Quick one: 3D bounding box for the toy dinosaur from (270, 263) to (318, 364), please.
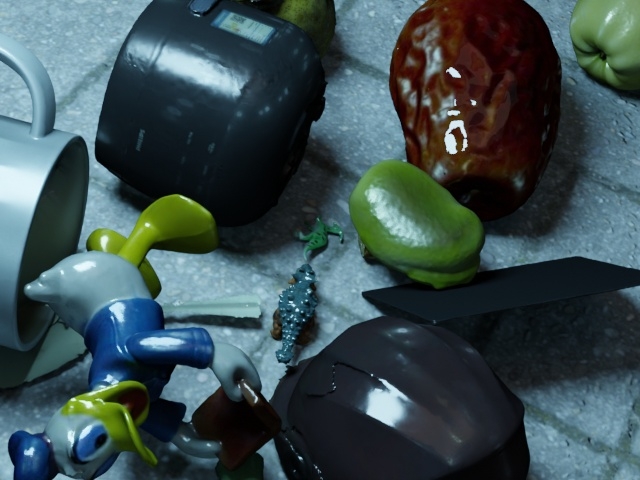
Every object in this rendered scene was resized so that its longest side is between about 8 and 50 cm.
[{"bbox_3d":[-0.028,0.084,1.502,0.049,0.055,0.154,15,43,-2],"label":"toy dinosaur"}]

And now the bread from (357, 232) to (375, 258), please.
[{"bbox_3d":[0.086,0.000,1.615,0.083,0.036,0.047,-4,42,-14],"label":"bread"}]

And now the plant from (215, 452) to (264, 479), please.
[{"bbox_3d":[-0.085,0.223,1.371,0.051,0.051,0.102,-2,44,-14],"label":"plant"}]

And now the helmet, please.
[{"bbox_3d":[0.085,0.180,1.365,0.225,0.177,0.305,-33,64,-32],"label":"helmet"}]

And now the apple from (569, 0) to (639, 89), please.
[{"bbox_3d":[0.447,-0.306,1.872,0.200,0.200,0.200,6,48,-7],"label":"apple"}]

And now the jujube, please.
[{"bbox_3d":[0.197,-0.179,1.697,0.223,0.223,0.318,8,55,-6],"label":"jujube"}]

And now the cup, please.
[{"bbox_3d":[-0.421,-0.073,1.369,0.327,0.323,0.237,15,20,3],"label":"cup"}]

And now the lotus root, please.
[{"bbox_3d":[-0.057,-0.311,1.716,0.154,0.278,0.154,-3,79,13],"label":"lotus root"}]

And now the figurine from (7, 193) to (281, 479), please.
[{"bbox_3d":[-0.185,0.146,1.304,0.283,0.204,0.338,37,45,-1],"label":"figurine"}]

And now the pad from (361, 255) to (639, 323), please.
[{"bbox_3d":[0.221,0.053,1.531,0.300,0.005,0.202,-9,10,-21],"label":"pad"}]

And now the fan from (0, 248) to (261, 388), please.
[{"bbox_3d":[-0.272,0.075,1.481,0.415,0.012,0.233,3,50,-6],"label":"fan"}]

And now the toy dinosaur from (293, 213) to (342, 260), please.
[{"bbox_3d":[0.000,0.000,1.606,0.062,0.021,0.083,10,45,-22],"label":"toy dinosaur"}]

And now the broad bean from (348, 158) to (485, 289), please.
[{"bbox_3d":[0.113,-0.015,1.565,0.174,0.082,0.124,32,64,13],"label":"broad bean"}]

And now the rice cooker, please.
[{"bbox_3d":[-0.121,-0.156,1.563,0.224,0.267,0.267,21,48,4],"label":"rice cooker"}]
